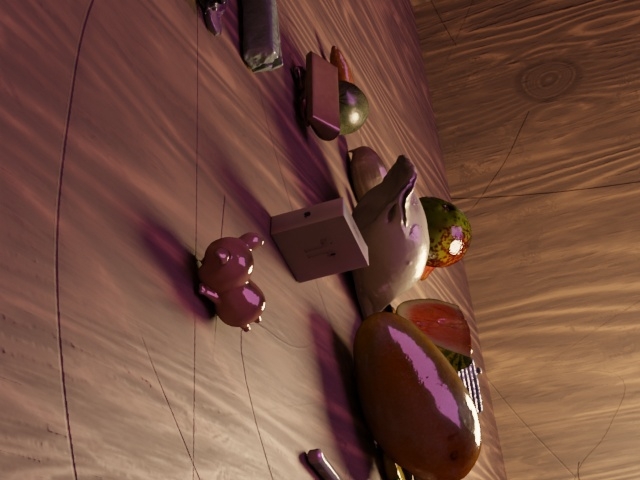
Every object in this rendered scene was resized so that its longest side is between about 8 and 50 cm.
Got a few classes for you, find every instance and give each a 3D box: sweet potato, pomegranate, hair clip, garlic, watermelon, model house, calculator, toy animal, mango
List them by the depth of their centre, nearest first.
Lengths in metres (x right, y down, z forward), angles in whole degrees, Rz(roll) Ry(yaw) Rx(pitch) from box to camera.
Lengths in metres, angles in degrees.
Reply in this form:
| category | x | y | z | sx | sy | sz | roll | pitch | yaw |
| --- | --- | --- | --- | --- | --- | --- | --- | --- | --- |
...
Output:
| category | x | y | z | sx | sy | sz | roll | pitch | yaw |
| --- | --- | --- | --- | --- | --- | --- | --- | --- | --- |
| toy animal | -0.112 | 0.055 | 1.314 | 0.083 | 0.089 | 0.150 | -88 | 167 | -57 |
| hair clip | -0.181 | -0.423 | 1.601 | 0.187 | 0.056 | 0.146 | -100 | 166 | -51 |
| mango | 0.175 | 0.301 | 1.907 | 0.384 | 0.199 | 0.221 | 59 | 38 | -18 |
| calculator | 0.159 | 0.454 | 2.034 | 0.235 | 0.032 | 0.146 | -79 | 151 | -62 |
| watermelon | 0.231 | 0.228 | 2.156 | 0.303 | 0.159 | 0.128 | -86 | -173 | -73 |
| garlic | 0.128 | -0.126 | 2.383 | 0.128 | 0.091 | 0.198 | -101 | 167 | -69 |
| sweet potato | 0.057 | -0.377 | 2.419 | 0.055 | 0.058 | 0.202 | 24 | -40 | 50 |
| model house | 0.329 | 0.380 | 2.463 | 0.183 | 0.172 | 0.166 | 36 | 41 | -69 |
| pomegranate | 0.300 | 0.009 | 2.719 | 0.214 | 0.214 | 0.247 | -72 | 178 | -64 |

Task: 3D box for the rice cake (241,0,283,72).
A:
| category | x | y | z | sx | sy | sz | roll | pitch | yaw |
| --- | --- | --- | --- | --- | --- | --- | --- | --- | --- |
| rice cake | -0.116 | -0.456 | 1.827 | 0.063 | 0.066 | 0.336 | 66 | 16 | -60 |

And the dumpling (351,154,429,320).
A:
| category | x | y | z | sx | sy | sz | roll | pitch | yaw |
| --- | --- | --- | --- | --- | --- | --- | --- | --- | --- |
| dumpling | 0.138 | -0.009 | 2.118 | 0.260 | 0.181 | 0.341 | -96 | 173 | -60 |

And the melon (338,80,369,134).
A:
| category | x | y | z | sx | sy | sz | roll | pitch | yaw |
| --- | --- | --- | --- | --- | --- | --- | --- | --- | --- |
| melon | 0.049 | -0.292 | 2.180 | 0.167 | 0.114 | 0.114 | 33 | 44 | -70 |

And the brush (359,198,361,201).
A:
| category | x | y | z | sx | sy | sz | roll | pitch | yaw |
| --- | --- | --- | --- | --- | --- | --- | --- | --- | --- |
| brush | 0.109 | -0.006 | 2.310 | 0.043 | 0.032 | 0.193 | -55 | 141 | -77 |

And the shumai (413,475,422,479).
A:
| category | x | y | z | sx | sy | sz | roll | pitch | yaw |
| --- | --- | --- | --- | --- | --- | --- | --- | --- | --- |
| shumai | 0.265 | 0.447 | 2.098 | 0.201 | 0.120 | 0.201 | 1 | 90 | -74 |

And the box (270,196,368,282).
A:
| category | x | y | z | sx | sy | sz | roll | pitch | yaw |
| --- | --- | --- | --- | --- | --- | --- | --- | --- | --- |
| box | 0.000 | 0.000 | 1.685 | 0.051 | 0.129 | 0.130 | -90 | 159 | -44 |

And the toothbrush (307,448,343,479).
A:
| category | x | y | z | sx | sy | sz | roll | pitch | yaw |
| --- | --- | --- | --- | --- | --- | --- | --- | --- | --- |
| toothbrush | 0.046 | 0.434 | 1.653 | 0.342 | 0.025 | 0.030 | 62 | 22 | -44 |

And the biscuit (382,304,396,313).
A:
| category | x | y | z | sx | sy | sz | roll | pitch | yaw |
| --- | --- | --- | --- | --- | --- | --- | --- | --- | --- |
| biscuit | 0.183 | 0.296 | 2.232 | 0.318 | 0.040 | 0.317 | -17 | 90 | -78 |

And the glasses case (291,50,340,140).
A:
| category | x | y | z | sx | sy | sz | roll | pitch | yaw |
| --- | --- | --- | --- | --- | --- | --- | --- | --- | --- |
| glasses case | -0.021 | -0.298 | 2.054 | 0.103 | 0.070 | 0.193 | 26 | 47 | -35 |
